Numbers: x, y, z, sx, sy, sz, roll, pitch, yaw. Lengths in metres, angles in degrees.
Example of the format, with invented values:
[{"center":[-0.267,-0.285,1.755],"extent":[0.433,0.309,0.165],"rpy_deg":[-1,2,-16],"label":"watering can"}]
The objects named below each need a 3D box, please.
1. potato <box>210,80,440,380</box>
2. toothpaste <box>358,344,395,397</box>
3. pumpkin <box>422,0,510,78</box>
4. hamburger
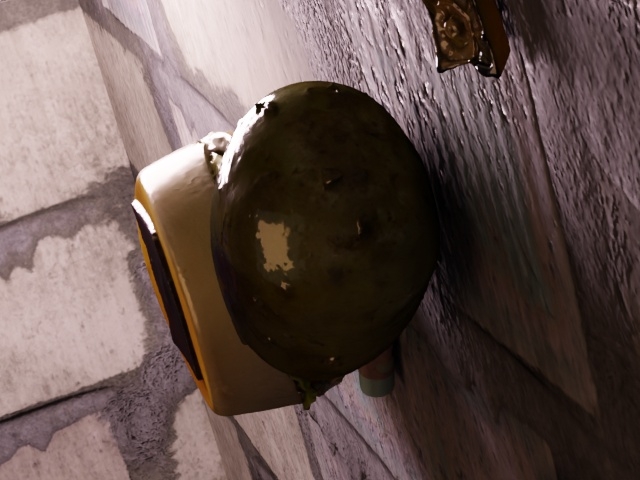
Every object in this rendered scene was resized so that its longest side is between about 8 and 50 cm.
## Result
[{"center":[0.000,0.000,1.538],"extent":[0.307,0.173,0.210],"rpy_deg":[98,148,-61],"label":"potato"},{"center":[0.048,0.060,1.764],"extent":[0.056,0.036,0.205],"rpy_deg":[-123,22,-45],"label":"toothpaste"},{"center":[0.091,-0.152,1.220],"extent":[0.073,0.035,0.101],"rpy_deg":[5,112,65],"label":"pumpkin"},{"center":[-0.069,0.034,1.894],"extent":[0.300,0.176,0.300],"rpy_deg":[159,90,-79],"label":"hamburger"}]
